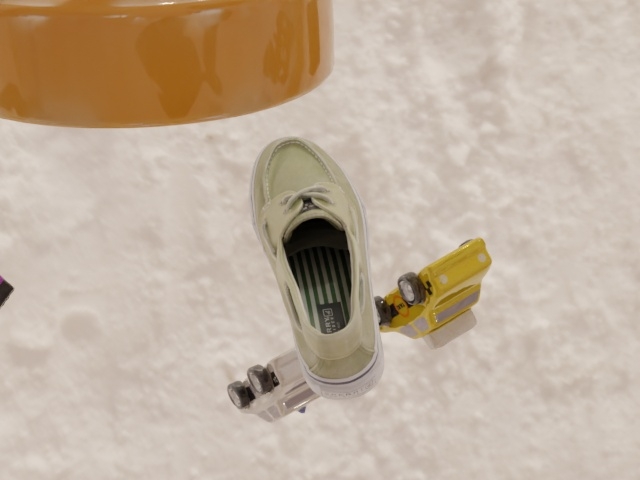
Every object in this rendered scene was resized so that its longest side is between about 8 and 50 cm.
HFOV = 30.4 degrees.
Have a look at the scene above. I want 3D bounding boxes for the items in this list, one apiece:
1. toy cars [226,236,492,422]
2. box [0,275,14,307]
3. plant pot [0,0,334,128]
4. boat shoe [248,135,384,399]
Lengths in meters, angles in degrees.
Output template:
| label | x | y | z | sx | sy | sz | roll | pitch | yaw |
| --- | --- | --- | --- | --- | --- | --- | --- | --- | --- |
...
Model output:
| label | x | y | z | sx | sy | sz | roll | pitch | yaw |
| --- | --- | --- | --- | --- | --- | --- | --- | --- | --- |
| toy cars | 0.046 | 0.122 | 1.334 | 0.394 | 0.176 | 0.087 | -33 | 82 | 23 |
| box | -0.278 | 0.003 | 0.711 | 0.162 | 0.116 | 0.029 | 45 | 43 | -18 |
| plant pot | -0.095 | -0.176 | 0.587 | 0.205 | 0.205 | 0.188 | -11 | 116 | -23 |
| boat shoe | 0.000 | 0.000 | 1.072 | 0.109 | 0.302 | 0.094 | -13 | 140 | -6 |
